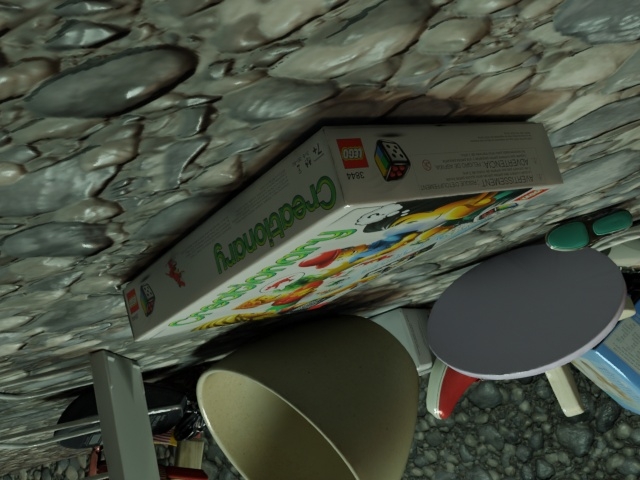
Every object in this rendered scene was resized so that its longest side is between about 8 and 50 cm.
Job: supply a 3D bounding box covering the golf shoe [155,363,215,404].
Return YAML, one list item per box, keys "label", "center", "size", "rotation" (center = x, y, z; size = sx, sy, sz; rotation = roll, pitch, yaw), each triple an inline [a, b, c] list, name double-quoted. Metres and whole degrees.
- label: "golf shoe"
  center: [-0.230, 0.267, 1.460]
  size: [0.186, 0.067, 0.086]
  rotation: [-25, 166, 32]

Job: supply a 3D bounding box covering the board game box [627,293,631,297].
- label: "board game box"
  center: [0.400, 0.093, 1.395]
  size: [0.136, 0.035, 0.201]
  rotation: [16, 170, -14]

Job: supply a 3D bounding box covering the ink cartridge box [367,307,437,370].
- label: "ink cartridge box"
  center: [0.131, 0.212, 1.587]
  size: [0.201, 0.117, 0.278]
  rotation: [-23, 166, 23]

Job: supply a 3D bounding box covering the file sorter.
- label: "file sorter"
  center: [-0.301, 0.296, 1.020]
  size: [0.173, 0.277, 0.193]
  rotation: [-12, 168, -3]

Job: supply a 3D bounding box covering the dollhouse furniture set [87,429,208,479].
- label: "dollhouse furniture set"
  center: [-0.305, 0.384, 1.462]
  size: [0.201, 0.152, 0.374]
  rotation: [8, 168, -11]

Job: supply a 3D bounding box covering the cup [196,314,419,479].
- label: "cup"
  center: [0.014, 0.248, 1.245]
  size: [0.237, 0.331, 0.331]
  rotation: [-41, -177, -34]

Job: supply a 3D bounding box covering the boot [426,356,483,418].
- label: "boot"
  center: [0.304, 0.225, 1.475]
  size: [0.176, 0.244, 0.088]
  rotation: [21, 169, 28]

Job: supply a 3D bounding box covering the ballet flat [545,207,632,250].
- label: "ballet flat"
  center: [0.341, -0.013, 1.066]
  size: [0.114, 0.041, 0.041]
  rotation: [-16, 168, 0]

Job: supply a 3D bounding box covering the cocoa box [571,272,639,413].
- label: "cocoa box"
  center: [0.592, 0.174, 1.493]
  size: [0.228, 0.231, 0.347]
  rotation: [-49, 177, -1]

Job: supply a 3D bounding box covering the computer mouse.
- label: "computer mouse"
  center: [-0.290, 0.266, 1.315]
  size: [0.272, 0.072, 0.188]
  rotation: [1, 145, -36]

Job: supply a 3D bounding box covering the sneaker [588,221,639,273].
- label: "sneaker"
  center: [0.521, 0.021, 1.294]
  size: [0.271, 0.108, 0.100]
  rotation: [-16, 170, 13]

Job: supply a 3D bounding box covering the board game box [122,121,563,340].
- label: "board game box"
  center: [0.000, 0.000, 0.620]
  size: [0.193, 0.053, 0.305]
  rotation: [-7, 165, -37]

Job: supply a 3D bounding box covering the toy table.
- label: "toy table"
  center: [0.308, 0.117, 1.195]
  size: [0.274, 0.252, 0.161]
  rotation: [-12, 154, 25]
